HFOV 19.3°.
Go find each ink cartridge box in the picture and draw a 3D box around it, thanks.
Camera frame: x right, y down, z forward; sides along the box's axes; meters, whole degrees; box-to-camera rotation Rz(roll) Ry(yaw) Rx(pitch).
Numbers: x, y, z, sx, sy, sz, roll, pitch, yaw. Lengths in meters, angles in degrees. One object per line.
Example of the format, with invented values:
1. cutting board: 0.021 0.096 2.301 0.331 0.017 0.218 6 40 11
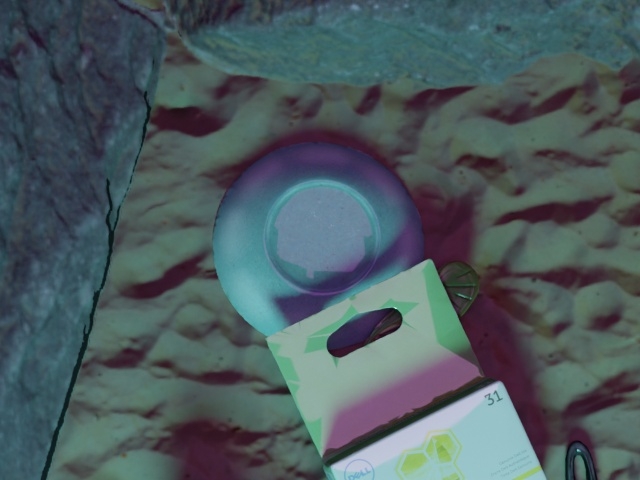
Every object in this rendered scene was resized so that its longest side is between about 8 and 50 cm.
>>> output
1. ink cartridge box: 0.078 0.156 1.626 0.171 0.056 0.235 -25 96 -10

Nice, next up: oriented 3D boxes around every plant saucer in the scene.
1. plant saucer: 0.000 0.000 1.690 0.194 0.037 0.195 1 76 -4

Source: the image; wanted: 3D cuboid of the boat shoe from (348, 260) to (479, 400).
1. boat shoe: 0.081 0.081 1.679 0.056 0.048 0.153 39 83 -8

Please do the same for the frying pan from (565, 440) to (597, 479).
1. frying pan: 0.269 0.355 1.628 0.197 0.053 0.326 18 79 -1
